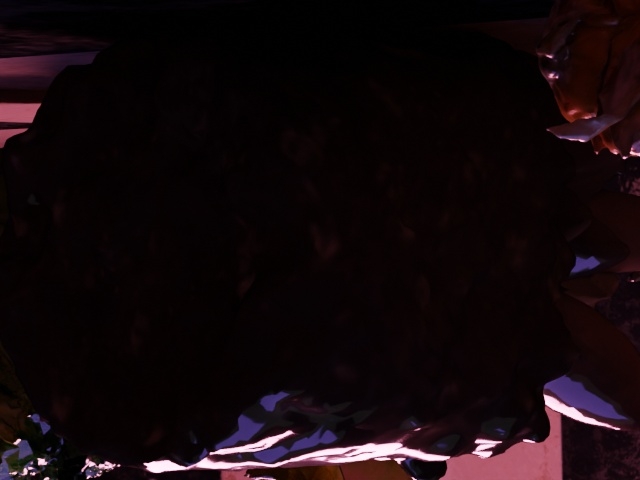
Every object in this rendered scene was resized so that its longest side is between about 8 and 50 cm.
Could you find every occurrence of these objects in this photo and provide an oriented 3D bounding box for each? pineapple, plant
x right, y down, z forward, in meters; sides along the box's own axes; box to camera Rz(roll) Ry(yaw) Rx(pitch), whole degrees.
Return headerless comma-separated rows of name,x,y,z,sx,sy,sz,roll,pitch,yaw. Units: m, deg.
pineapple,0.126,-0.049,0.402,0.137,0.069,0.116,11,-165,36
plant,0.023,0.004,0.645,0.194,0.181,0.321,0,178,37

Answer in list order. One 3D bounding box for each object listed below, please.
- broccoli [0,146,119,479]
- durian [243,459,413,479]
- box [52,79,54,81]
broccoli,-0.184,0.003,0.938,0.254,0.269,0.269,-41,169,18
durian,0.021,0.058,0.968,0.169,0.351,0.158,10,154,-13
box,0.000,0.000,0.827,0.274,0.174,0.076,-3,-178,-36
